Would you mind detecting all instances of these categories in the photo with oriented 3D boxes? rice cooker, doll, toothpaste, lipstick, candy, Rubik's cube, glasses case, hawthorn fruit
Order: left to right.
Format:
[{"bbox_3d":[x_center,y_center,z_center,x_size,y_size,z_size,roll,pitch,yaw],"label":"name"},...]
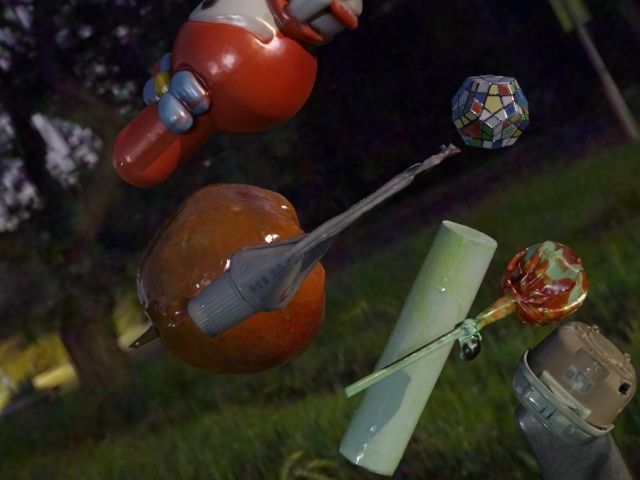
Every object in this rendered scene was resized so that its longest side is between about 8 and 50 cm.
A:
[{"bbox_3d":[-0.144,0.068,1.767,0.298,0.277,0.277,-29,4,1],"label":"hawthorn fruit"},{"bbox_3d":[-0.068,-0.157,1.113,0.290,0.130,0.161,-40,11,13],"label":"doll"},{"bbox_3d":[0.000,-0.001,1.127,0.282,0.068,0.099,-33,29,17],"label":"toothpaste"},{"bbox_3d":[0.109,0.127,1.446,0.076,0.076,0.304,-48,-18,-78],"label":"lipstick"},{"bbox_3d":[0.142,0.083,1.217,0.287,0.078,0.084,-26,-18,-25],"label":"candy"},{"bbox_3d":[0.234,-0.178,1.744,0.111,0.093,0.111,1,17,0],"label":"Rubik's cube"},{"bbox_3d":[0.326,0.178,1.606,0.127,0.145,0.206,-50,-13,11],"label":"rice cooker"},{"bbox_3d":[0.436,0.391,2.051,0.131,0.323,0.074,-26,4,12],"label":"glasses case"}]
